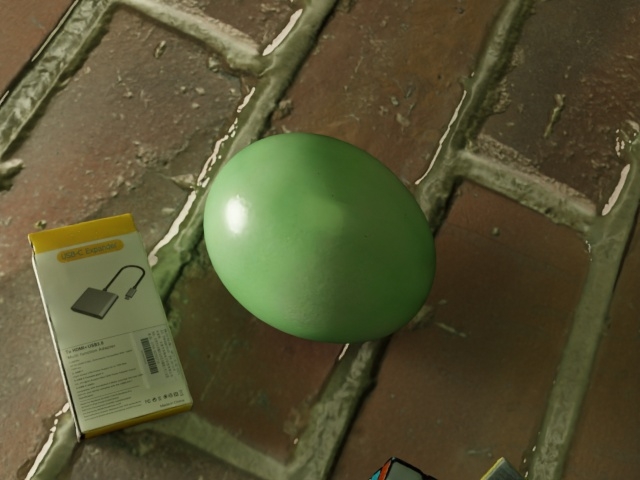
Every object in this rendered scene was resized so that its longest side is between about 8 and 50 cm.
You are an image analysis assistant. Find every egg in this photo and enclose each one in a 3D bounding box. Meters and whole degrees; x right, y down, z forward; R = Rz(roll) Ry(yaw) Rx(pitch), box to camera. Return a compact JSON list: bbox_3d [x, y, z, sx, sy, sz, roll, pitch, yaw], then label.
[{"bbox_3d":[0.000,0.000,1.181,0.270,0.220,0.220,34,60,-7],"label":"egg"}]

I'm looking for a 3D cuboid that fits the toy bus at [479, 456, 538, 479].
[{"bbox_3d":[0.251,0.340,1.142,0.226,0.074,0.081,43,63,11],"label":"toy bus"}]

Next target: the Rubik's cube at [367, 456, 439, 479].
[{"bbox_3d":[0.088,0.334,1.062,0.151,0.154,0.155,28,61,2],"label":"Rubik's cube"}]

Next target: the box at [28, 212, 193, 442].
[{"bbox_3d":[-0.237,0.092,1.187,0.129,0.033,0.247,-13,66,-18],"label":"box"}]
